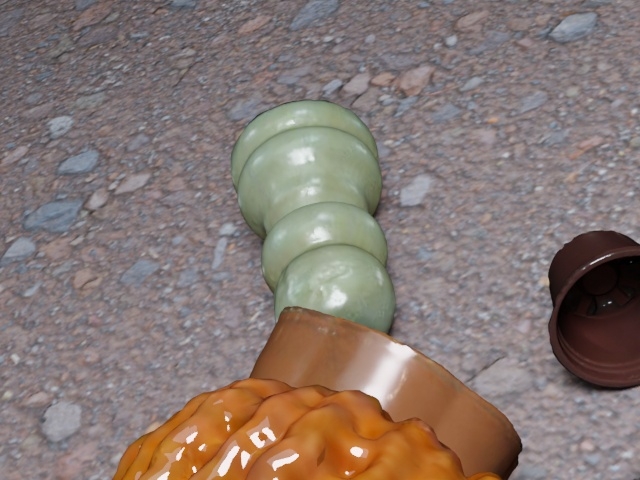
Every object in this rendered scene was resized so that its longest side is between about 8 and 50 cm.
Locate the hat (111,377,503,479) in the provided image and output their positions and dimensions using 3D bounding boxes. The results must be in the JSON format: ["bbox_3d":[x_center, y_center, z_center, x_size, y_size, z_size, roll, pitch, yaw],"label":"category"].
[{"bbox_3d":[-0.023,0.277,0.571,0.285,0.285,0.400,-2,50,31],"label":"hat"}]

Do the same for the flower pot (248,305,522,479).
[{"bbox_3d":[0.010,0.162,0.861,0.191,0.190,0.173,12,61,42],"label":"flower pot"}]

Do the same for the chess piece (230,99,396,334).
[{"bbox_3d":[0.000,0.000,1.125,0.133,0.133,0.243,-21,39,7],"label":"chess piece"}]

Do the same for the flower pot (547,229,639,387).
[{"bbox_3d":[0.207,0.037,0.962,0.111,0.111,0.089,-23,24,5],"label":"flower pot"}]
